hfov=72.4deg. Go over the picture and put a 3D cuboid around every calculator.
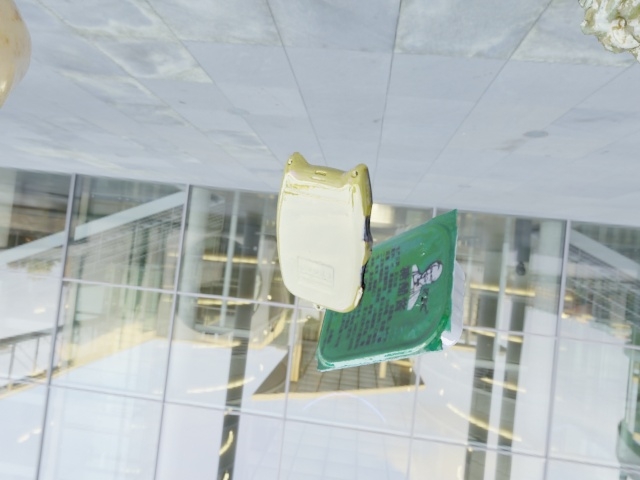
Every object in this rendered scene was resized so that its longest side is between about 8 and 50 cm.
[{"bbox_3d":[0.000,0.000,0.624,0.157,0.236,0.033,15,-154,29],"label":"calculator"}]

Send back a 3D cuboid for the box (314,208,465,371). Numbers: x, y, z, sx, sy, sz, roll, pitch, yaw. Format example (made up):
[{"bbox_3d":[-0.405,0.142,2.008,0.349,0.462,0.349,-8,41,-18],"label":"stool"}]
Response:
[{"bbox_3d":[0.142,0.122,0.821,0.106,0.264,0.337,32,144,-26],"label":"box"}]

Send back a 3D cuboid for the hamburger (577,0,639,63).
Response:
[{"bbox_3d":[0.406,-0.284,0.462,0.206,0.130,0.183,41,161,25],"label":"hamburger"}]

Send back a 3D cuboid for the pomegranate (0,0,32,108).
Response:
[{"bbox_3d":[-0.594,-0.308,0.549,0.412,0.411,0.411,6,178,0],"label":"pomegranate"}]
